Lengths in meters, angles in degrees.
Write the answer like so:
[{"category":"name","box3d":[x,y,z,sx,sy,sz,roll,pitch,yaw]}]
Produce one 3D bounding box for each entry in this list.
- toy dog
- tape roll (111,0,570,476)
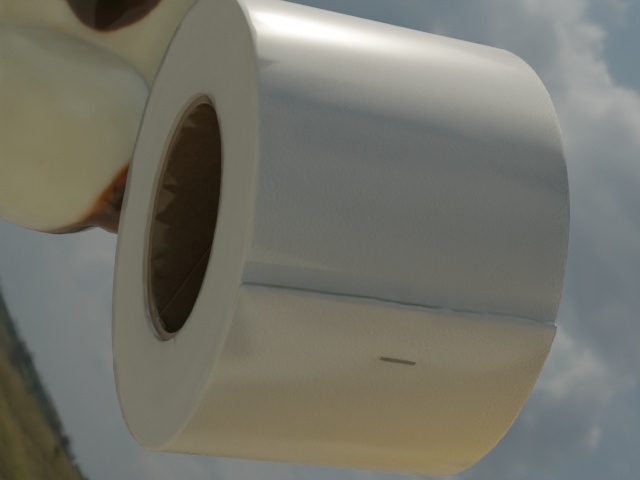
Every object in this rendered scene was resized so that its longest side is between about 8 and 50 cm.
[{"category":"toy dog","box3d":[-0.194,-0.202,1.241,0.395,0.285,0.407,11,-99,64]},{"category":"tape roll","box3d":[0.000,0.000,0.744,0.246,0.169,0.246,-171,-90,-68]}]
